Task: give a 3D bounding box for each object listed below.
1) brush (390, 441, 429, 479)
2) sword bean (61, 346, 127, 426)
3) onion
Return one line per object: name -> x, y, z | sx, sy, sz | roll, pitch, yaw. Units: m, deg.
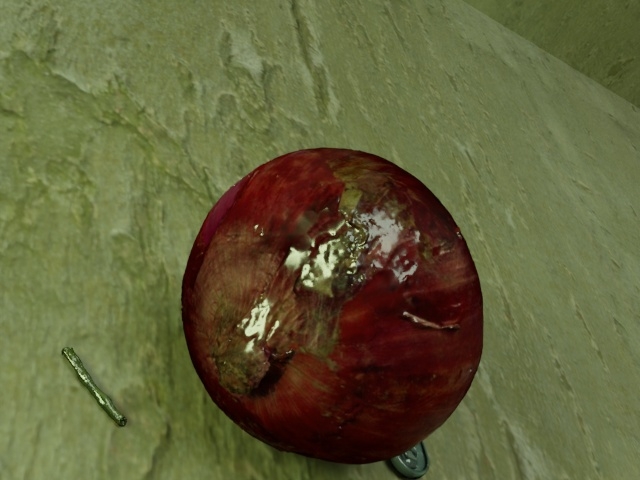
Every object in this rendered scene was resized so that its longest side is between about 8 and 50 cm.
brush -> 0.079, 0.120, 0.923 | 0.068, 0.060, 0.297 | 20, 36, -31
sword bean -> -0.189, 0.122, 0.695 | 0.083, 0.012, 0.012 | 49, 33, 12
onion -> 0.005, 0.057, 0.724 | 0.276, 0.276, 0.276 | 26, 34, -20
